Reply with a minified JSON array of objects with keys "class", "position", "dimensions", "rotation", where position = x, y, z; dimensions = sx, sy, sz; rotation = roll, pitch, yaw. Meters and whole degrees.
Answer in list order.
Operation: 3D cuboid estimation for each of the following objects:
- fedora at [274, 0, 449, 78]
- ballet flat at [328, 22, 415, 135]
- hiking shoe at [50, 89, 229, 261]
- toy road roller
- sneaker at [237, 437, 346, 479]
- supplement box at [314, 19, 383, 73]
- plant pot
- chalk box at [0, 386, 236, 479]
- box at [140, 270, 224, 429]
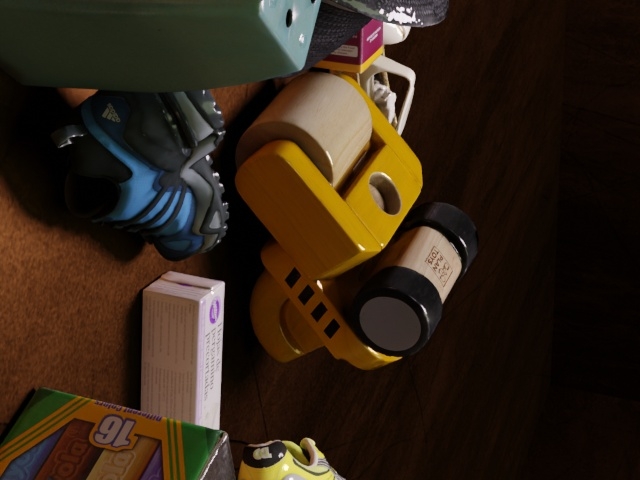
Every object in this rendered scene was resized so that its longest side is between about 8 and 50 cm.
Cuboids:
[{"class":"fedora","position":[-0.044,-0.238,1.233],"dimensions":[0.152,0.334,0.334],"rotation":[-55,172,25]},{"class":"ballet flat","position":[0.058,-0.228,1.689],"dimensions":[0.123,0.123,0.349],"rotation":[-58,151,-49]},{"class":"hiking shoe","position":[-0.158,-0.059,1.187],"dimensions":[0.132,0.113,0.304],"rotation":[-25,158,-13]},{"class":"toy road roller","position":[0.000,0.000,1.587],"dimensions":[0.329,0.240,0.202],"rotation":[53,36,-13]},{"class":"sneaker","position":[-0.011,0.320,1.741],"dimensions":[0.384,0.145,0.147],"rotation":[45,38,-78]},{"class":"supplement box","position":[0.012,-0.289,1.534],"dimensions":[0.081,0.104,0.188],"rotation":[-51,146,-57]},{"class":"plant pot","position":[-0.122,-0.198,0.977],"dimensions":[0.165,0.234,0.166],"rotation":[45,57,-68]},{"class":"chalk box","position":[-0.198,0.291,1.101],"dimensions":[0.289,0.179,0.180],"rotation":[-60,154,-44]},{"class":"box","position":[-0.140,0.195,1.396],"dimensions":[0.063,0.067,0.324],"rotation":[-40,136,-64]}]
